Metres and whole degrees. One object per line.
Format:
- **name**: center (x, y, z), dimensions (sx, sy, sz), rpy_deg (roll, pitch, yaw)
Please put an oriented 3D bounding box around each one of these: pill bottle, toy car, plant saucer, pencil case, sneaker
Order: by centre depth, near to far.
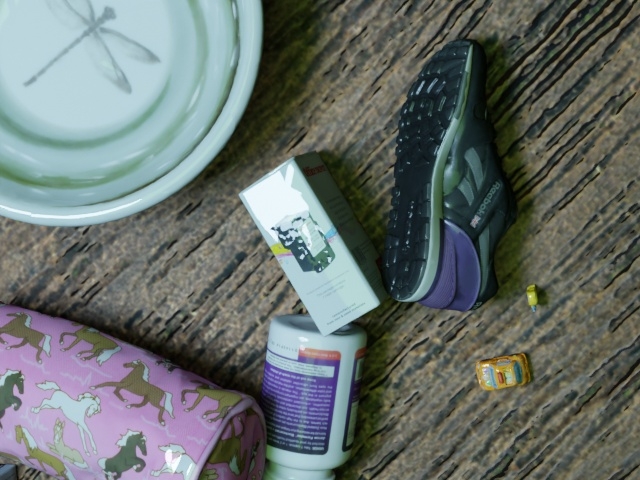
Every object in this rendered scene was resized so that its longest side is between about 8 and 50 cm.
- **plant saucer**: center (-0.252, -0.213, 1.270), dimensions (0.400, 0.100, 0.401), rpy_deg (0, 89, 5)
- **sneaker**: center (0.150, -0.066, 1.293), dimensions (0.124, 0.107, 0.283), rpy_deg (13, 86, -27)
- **pencil case**: center (-0.244, 0.189, 1.305), dimensions (0.386, 0.160, 0.167), rpy_deg (17, 141, 24)
- **toy car**: center (0.201, 0.107, 1.317), dimensions (0.060, 0.040, 0.122), rpy_deg (6, 98, 9)
- **pill bottle**: center (-0.014, 0.185, 1.331), dimensions (0.108, 0.108, 0.194), rpy_deg (9, 98, 9)

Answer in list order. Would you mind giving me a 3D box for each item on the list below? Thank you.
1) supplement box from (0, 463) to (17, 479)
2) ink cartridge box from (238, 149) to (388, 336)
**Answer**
- **supplement box**: center (-0.481, 0.336, 1.452), dimensions (0.239, 0.073, 0.130), rpy_deg (-2, 97, 11)
- **ink cartridge box**: center (0.000, 0.000, 1.297), dimensions (0.072, 0.127, 0.175), rpy_deg (-31, 90, 14)
